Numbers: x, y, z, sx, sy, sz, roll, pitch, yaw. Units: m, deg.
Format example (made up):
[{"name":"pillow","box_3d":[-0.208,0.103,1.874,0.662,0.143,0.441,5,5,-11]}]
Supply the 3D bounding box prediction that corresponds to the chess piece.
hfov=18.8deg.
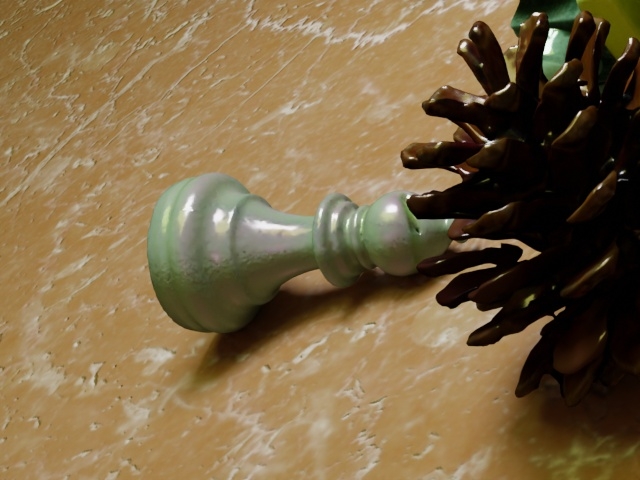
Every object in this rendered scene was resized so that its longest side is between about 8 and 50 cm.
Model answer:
[{"name":"chess piece","box_3d":[0.000,0.000,1.614,0.271,0.139,0.139,-7,36,29]}]

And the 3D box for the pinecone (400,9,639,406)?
[{"name":"pinecone","box_3d":[0.172,-0.035,1.302,0.264,0.264,0.264,-28,26,15]}]

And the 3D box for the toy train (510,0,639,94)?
[{"name":"toy train","box_3d":[0.316,-0.297,1.613,0.272,0.179,0.442,-2,52,42]}]
